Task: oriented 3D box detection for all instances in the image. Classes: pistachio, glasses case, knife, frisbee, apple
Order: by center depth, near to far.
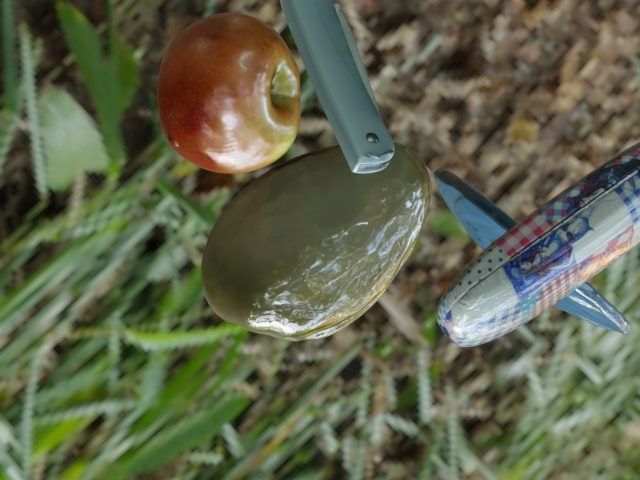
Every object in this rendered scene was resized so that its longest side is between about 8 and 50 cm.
[{"bbox_3d":[0.013,-0.115,1.198,0.044,0.162,0.023,-6,149,-29],"label":"knife"},{"bbox_3d":[0.000,0.000,1.249,0.185,0.126,0.108,-33,-169,-15],"label":"pistachio"},{"bbox_3d":[0.255,-0.004,1.765,0.327,0.076,0.125,-36,157,-5],"label":"glasses case"},{"bbox_3d":[-0.096,-0.148,1.787,0.163,0.139,0.163,1,89,-62],"label":"apple"},{"bbox_3d":[0.233,0.023,2.034,0.049,0.289,0.289,-50,158,2],"label":"frisbee"}]
